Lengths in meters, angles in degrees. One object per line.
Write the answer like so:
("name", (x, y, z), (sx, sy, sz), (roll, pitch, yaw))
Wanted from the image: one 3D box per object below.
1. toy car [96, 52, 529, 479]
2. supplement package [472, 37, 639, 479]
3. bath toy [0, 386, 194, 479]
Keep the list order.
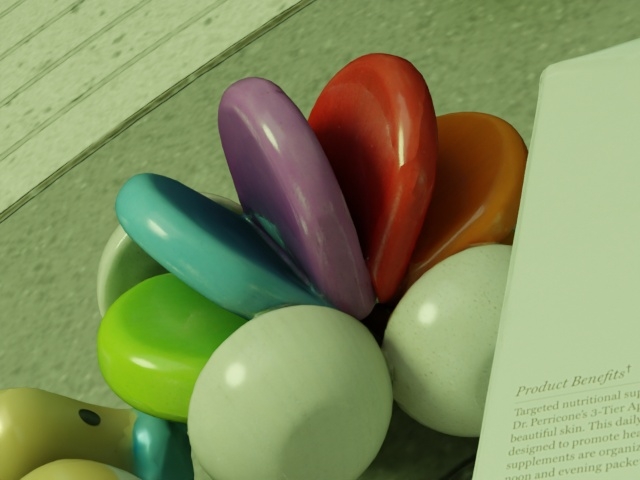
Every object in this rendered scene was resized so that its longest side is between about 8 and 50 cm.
("toy car", (0.000, 0.000, 0.537), (0.182, 0.136, 0.159), (-17, 32, -19))
("supplement package", (0.160, 0.049, 0.361), (0.194, 0.149, 0.203), (-13, 42, 29))
("bath toy", (-0.047, 0.180, 0.417), (0.129, 0.151, 0.348), (-6, 30, -20))
